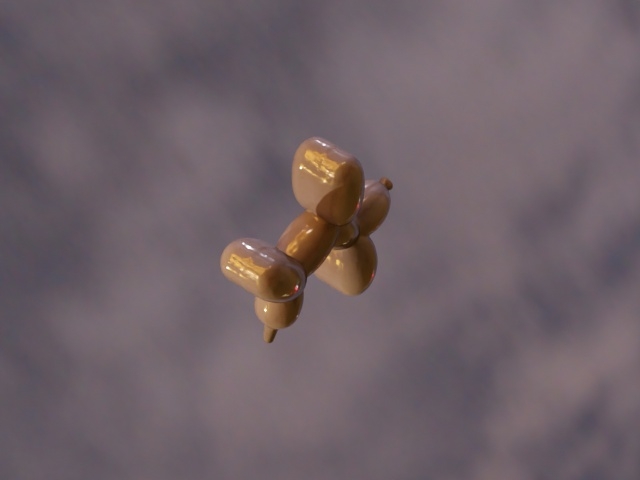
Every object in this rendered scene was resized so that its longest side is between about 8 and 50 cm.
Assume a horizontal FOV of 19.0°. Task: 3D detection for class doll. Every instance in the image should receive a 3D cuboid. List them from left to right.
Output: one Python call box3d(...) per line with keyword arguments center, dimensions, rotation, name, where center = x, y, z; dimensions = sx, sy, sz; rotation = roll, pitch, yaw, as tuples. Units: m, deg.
box3d(center=(0.000, 0.000, 1.407), dimensions=(0.161, 0.059, 0.160), rotation=(-55, -23, -16), name="doll")
